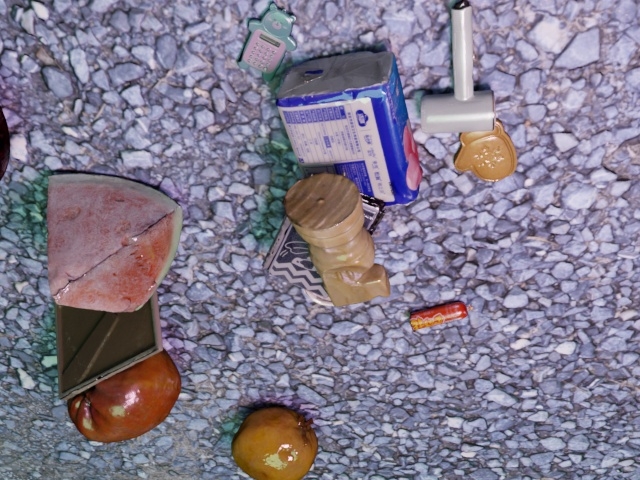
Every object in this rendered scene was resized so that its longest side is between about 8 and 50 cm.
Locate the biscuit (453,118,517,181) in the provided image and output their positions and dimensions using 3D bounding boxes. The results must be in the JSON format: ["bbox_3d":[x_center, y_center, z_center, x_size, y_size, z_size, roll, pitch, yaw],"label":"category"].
[{"bbox_3d":[0.305,-0.161,1.378,0.118,0.023,0.140,-25,125,25],"label":"biscuit"}]

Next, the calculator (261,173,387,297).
[{"bbox_3d":[0.000,0.000,1.395,0.165,0.028,0.274,23,131,-8],"label":"calculator"}]

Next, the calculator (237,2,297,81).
[{"bbox_3d":[-0.089,-0.342,1.268,0.094,0.019,0.141,25,130,-11],"label":"calculator"}]

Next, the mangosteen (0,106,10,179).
[{"bbox_3d":[-0.707,-0.177,1.276,0.306,0.347,0.307,-4,107,-13],"label":"mangosteen"}]

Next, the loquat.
[{"bbox_3d":[-0.120,0.549,1.947,0.238,0.193,0.238,5,125,7],"label":"loquat"}]

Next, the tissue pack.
[{"bbox_3d":[0.057,-0.190,1.313,0.209,0.137,0.270,-7,134,16],"label":"tissue pack"}]

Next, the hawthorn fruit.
[{"bbox_3d":[-0.459,0.350,1.786,0.277,0.277,0.298,-27,152,27],"label":"hawthorn fruit"}]

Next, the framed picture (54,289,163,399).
[{"bbox_3d":[-0.483,0.189,1.648,0.335,0.247,0.022,-29,149,28],"label":"framed picture"}]

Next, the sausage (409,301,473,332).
[{"bbox_3d":[0.275,0.171,1.661,0.145,0.048,0.050,-15,90,18],"label":"sausage"}]

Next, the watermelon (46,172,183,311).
[{"bbox_3d":[-0.468,0.020,1.479,0.250,0.292,0.283,25,114,33],"label":"watermelon"}]

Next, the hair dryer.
[{"bbox_3d":[0.231,-0.290,1.244,0.131,0.073,0.236,-1,129,10],"label":"hair dryer"}]

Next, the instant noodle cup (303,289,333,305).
[{"bbox_3d":[0.026,0.054,1.536,0.151,0.122,0.151,6,129,7],"label":"instant noodle cup"}]

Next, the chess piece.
[{"bbox_3d":[0.037,0.021,1.322,0.137,0.137,0.301,-7,140,13],"label":"chess piece"}]
